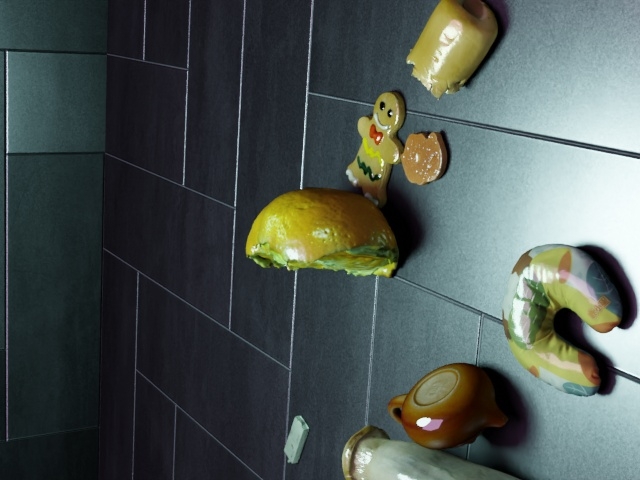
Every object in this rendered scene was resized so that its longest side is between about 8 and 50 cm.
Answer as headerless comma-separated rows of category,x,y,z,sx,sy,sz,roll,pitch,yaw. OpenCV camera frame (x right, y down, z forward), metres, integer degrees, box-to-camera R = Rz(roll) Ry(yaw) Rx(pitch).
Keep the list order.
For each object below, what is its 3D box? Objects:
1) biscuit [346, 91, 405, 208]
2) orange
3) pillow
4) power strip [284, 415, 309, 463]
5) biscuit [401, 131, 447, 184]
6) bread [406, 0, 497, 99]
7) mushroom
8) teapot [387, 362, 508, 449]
biscuit,0.114,-0.191,2.100,0.158,0.035,0.240,47,132,44
orange,-0.001,-0.010,2.087,0.335,0.263,0.196,-166,70,-64
pillow,0.383,0.120,1.652,0.214,0.086,0.233,35,120,40
power strip,-0.059,0.481,2.473,0.051,0.019,0.136,49,133,43
biscuit,0.198,-0.157,1.975,0.130,0.019,0.102,-7,88,59
bread,0.231,-0.353,1.834,0.134,0.085,0.173,63,143,32
mushroom,0.200,0.436,1.817,0.407,0.154,0.137,8,114,43
teapot,0.223,0.313,1.860,0.252,0.178,0.135,-15,113,48
